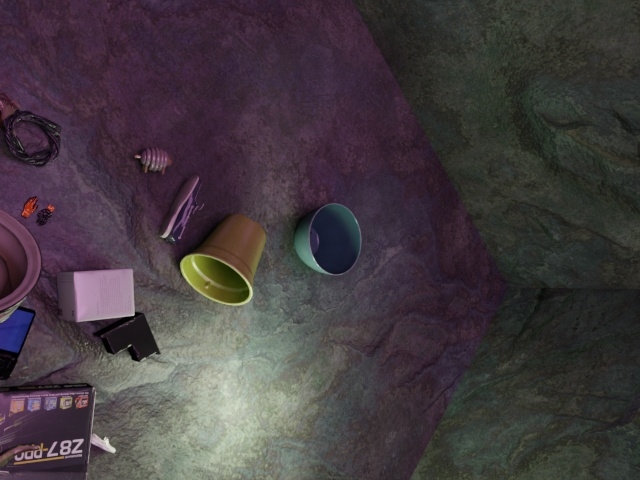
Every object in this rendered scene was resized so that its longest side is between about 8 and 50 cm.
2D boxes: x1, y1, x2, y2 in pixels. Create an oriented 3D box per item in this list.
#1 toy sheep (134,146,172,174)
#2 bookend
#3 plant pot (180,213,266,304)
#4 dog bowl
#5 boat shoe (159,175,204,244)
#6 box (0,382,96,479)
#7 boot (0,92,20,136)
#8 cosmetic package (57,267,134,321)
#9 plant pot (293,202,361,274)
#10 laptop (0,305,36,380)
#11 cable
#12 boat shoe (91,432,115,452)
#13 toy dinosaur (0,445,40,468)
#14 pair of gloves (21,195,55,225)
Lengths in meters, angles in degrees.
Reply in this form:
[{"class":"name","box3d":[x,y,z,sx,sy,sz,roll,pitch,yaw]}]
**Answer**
[{"class":"toy sheep","box3d":[-0.572,-0.277,2.002,0.132,0.091,0.091,3,85,-36]},{"class":"bookend","box3d":[-0.632,0.339,1.913,0.156,0.072,0.157,-30,108,-38]},{"class":"plant pot","box3d":[-0.323,0.051,2.107,0.276,0.276,0.254,50,46,-28]},{"class":"dog bowl","box3d":[-0.944,0.077,1.488,0.407,0.150,0.408,24,37,-19]},{"class":"boat shoe","box3d":[-0.478,-0.108,2.065,0.079,0.095,0.255,34,67,-33]},{"class":"box","box3d":[-0.868,0.581,1.670,0.394,0.097,0.319,10,84,-40]},{"class":"boot","box3d":[-0.921,-0.374,1.726,0.119,0.042,0.087,60,41,-35]},{"class":"cosmetic package","box3d":[-0.698,0.166,1.813,0.183,0.151,0.152,-1,88,-43]},{"class":"plant pot","box3d":[0.000,0.000,2.418,0.290,0.195,0.291,4,84,-42]},{"class":"laptop","box3d":[-0.903,0.242,1.536,0.234,0.264,0.137,20,88,-20]},{"class":"cable","box3d":[-0.869,-0.306,1.749,0.184,0.047,0.151,24,82,-57]},{"class":"boat shoe","box3d":[-0.693,0.645,1.865,0.100,0.035,0.035,40,65,-25]},{"class":"toy dinosaur","box3d":[-0.898,0.600,1.547,0.268,0.064,0.118,-38,118,-36]},{"class":"pair of gloves","box3d":[-0.861,-0.090,1.778,0.083,0.010,0.074,39,62,-36]}]
